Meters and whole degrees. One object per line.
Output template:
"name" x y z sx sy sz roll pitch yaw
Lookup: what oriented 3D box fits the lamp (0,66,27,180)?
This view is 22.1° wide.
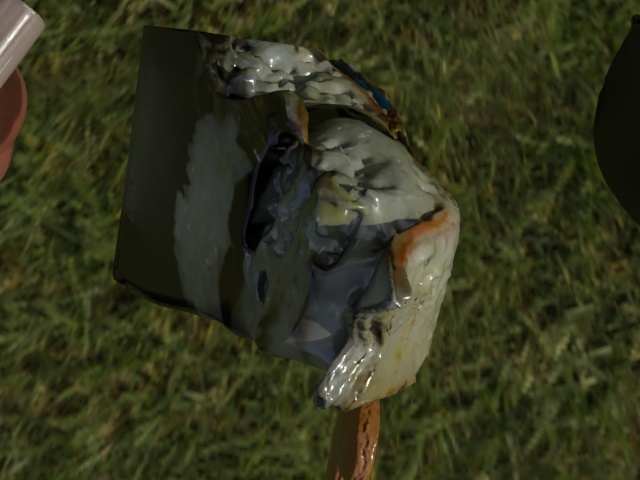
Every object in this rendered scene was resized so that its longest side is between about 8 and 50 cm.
"lamp" -0.466 -0.167 1.779 0.305 0.240 0.305 2 116 4

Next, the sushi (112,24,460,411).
"sushi" 0.008 -0.015 0.739 0.109 0.273 0.134 2 102 -30

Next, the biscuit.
"biscuit" 0.030 0.251 1.828 0.036 0.186 0.192 10 111 -5

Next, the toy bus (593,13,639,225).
"toy bus" 0.368 -0.033 1.111 0.162 0.386 0.171 -10 123 -34

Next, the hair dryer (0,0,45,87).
"hair dryer" -0.365 -0.166 1.321 0.220 0.053 0.195 38 78 -11
